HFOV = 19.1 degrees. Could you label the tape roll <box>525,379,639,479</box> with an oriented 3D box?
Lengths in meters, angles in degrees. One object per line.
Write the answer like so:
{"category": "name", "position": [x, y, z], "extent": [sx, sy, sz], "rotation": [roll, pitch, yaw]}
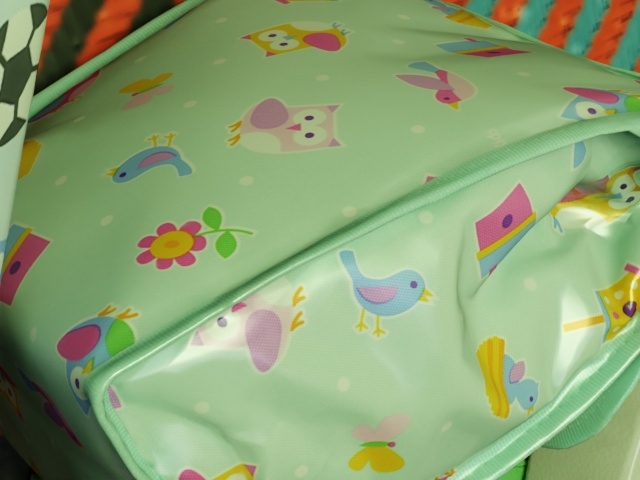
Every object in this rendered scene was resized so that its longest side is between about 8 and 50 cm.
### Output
{"category": "tape roll", "position": [0.274, 0.123, 0.986], "extent": [0.392, 0.072, 0.392], "rotation": [-11, 110, -30]}

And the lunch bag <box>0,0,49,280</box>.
{"category": "lunch bag", "position": [-0.269, -0.080, 0.478], "extent": [0.385, 0.239, 0.327], "rotation": [-17, 124, -52]}

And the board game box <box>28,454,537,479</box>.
{"category": "board game box", "position": [-0.015, 0.166, 0.879], "extent": [0.260, 0.030, 0.136], "rotation": [1, 102, -29]}

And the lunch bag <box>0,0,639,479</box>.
{"category": "lunch bag", "position": [0.000, 0.000, 0.724], "extent": [0.262, 0.223, 0.160], "rotation": [-32, 123, -19]}
